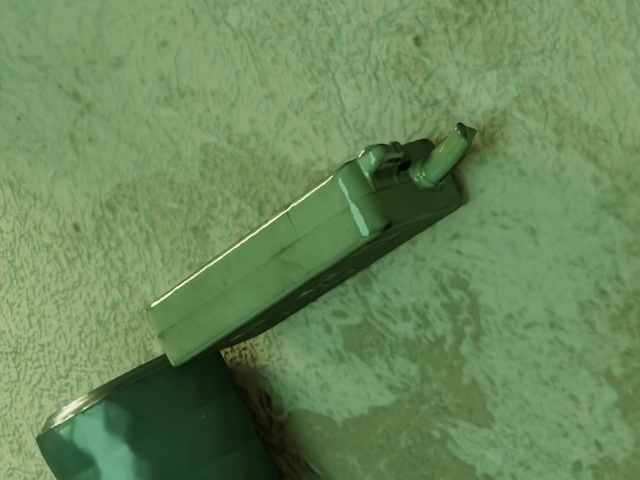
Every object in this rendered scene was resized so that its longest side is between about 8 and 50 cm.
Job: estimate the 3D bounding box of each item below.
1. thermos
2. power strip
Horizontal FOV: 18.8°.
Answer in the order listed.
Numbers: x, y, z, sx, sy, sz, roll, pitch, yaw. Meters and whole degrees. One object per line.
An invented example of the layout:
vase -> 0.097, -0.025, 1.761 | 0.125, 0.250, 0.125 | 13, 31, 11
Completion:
thermos -> -0.080, 0.225, 1.339 | 0.145, 0.182, 0.286 | -30, 84, 24
power strip -> 0.000, 0.000, 1.232 | 0.288, 0.093, 0.053 | -34, 79, 45
